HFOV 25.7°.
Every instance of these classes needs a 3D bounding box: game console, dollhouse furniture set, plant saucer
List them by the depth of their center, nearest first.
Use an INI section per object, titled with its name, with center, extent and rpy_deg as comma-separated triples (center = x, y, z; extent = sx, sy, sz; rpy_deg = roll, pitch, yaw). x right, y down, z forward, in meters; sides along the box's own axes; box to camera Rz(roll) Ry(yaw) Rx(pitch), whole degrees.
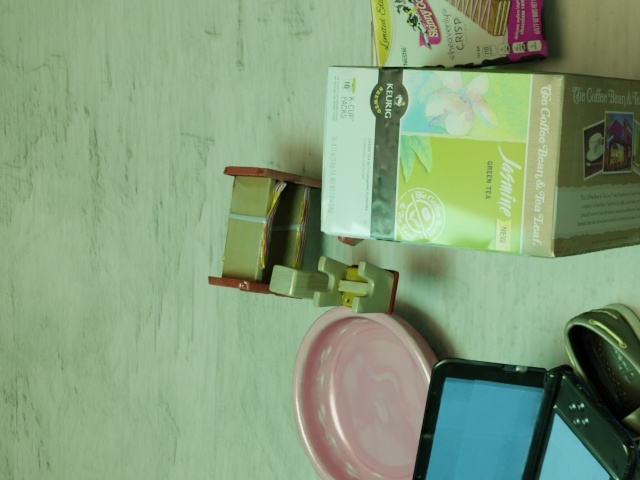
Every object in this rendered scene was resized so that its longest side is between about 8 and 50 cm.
[game console]
center = 0.269, 0.321, 1.906
extent = 0.250, 0.173, 0.293
rpy_deg = 52, 148, 43
[dollhouse furniture set]
center = 0.000, 0.000, 2.185
extent = 0.374, 0.152, 0.201
rpy_deg = 8, 88, 48
[plant saucer]
center = 0.092, 0.259, 2.210
extent = 0.332, 0.084, 0.332
rpy_deg = 9, 102, 47

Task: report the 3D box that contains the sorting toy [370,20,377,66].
[sorting toy]
center = 0.095, -0.232, 2.082
extent = 0.208, 0.038, 0.193
rpy_deg = -81, -9, -82

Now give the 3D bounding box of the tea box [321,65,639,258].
[tea box]
center = 0.224, -0.106, 1.778
extent = 0.323, 0.329, 0.220
rpy_deg = 5, 96, 34

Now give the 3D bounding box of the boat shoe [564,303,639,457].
[boat shoe]
center = 0.423, 0.223, 1.841
extent = 0.109, 0.091, 0.305
rpy_deg = -48, 62, 40

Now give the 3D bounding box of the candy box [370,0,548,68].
[candy box]
center = 0.187, -0.315, 1.926
extent = 0.233, 0.071, 0.159
rpy_deg = -7, 92, 4
